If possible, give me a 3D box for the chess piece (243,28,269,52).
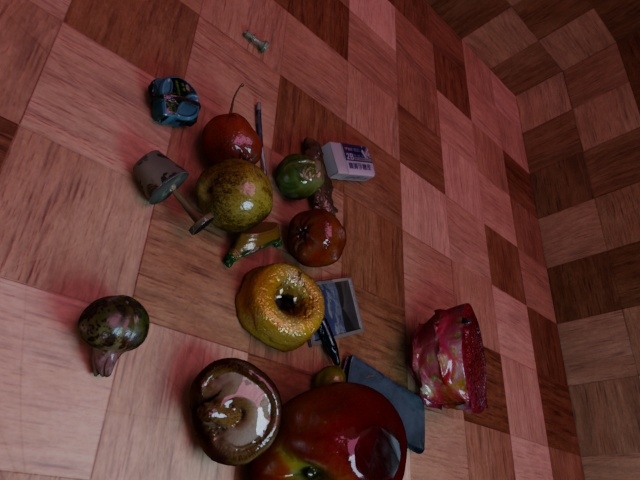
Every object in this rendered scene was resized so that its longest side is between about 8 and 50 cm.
[{"bbox_3d":[-0.220,-0.678,1.803,0.093,0.042,0.042,31,50,-27],"label":"chess piece"}]

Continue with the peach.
[{"bbox_3d":[0.044,0.515,1.281,0.405,0.310,0.335,-1,69,-47],"label":"peach"}]

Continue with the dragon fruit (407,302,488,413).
[{"bbox_3d":[0.422,0.402,1.788,0.371,0.248,0.386,65,30,-26],"label":"dragon fruit"}]

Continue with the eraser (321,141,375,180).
[{"bbox_3d":[0.100,-0.283,1.926,0.210,0.068,0.125,-4,76,-48],"label":"eraser"}]

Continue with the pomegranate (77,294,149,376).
[{"bbox_3d":[-0.416,0.189,1.082,0.138,0.125,0.163,22,56,-55],"label":"pomegranate"}]

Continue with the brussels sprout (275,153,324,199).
[{"bbox_3d":[-0.064,-0.197,1.652,0.117,0.155,0.155,54,20,-78],"label":"brussels sprout"}]

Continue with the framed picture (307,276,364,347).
[{"bbox_3d":[0.031,0.212,1.640,0.260,0.023,0.189,-3,76,-49],"label":"framed picture"}]

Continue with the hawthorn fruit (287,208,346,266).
[{"bbox_3d":[0.000,0.000,1.597,0.200,0.179,0.179,26,53,-48],"label":"hawthorn fruit"}]

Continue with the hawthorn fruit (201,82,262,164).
[{"bbox_3d":[-0.251,-0.330,1.501,0.165,0.165,0.286,12,64,-44],"label":"hawthorn fruit"}]

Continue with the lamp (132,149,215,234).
[{"bbox_3d":[-0.356,-0.114,1.300,0.215,0.121,0.121,50,41,-1],"label":"lamp"}]

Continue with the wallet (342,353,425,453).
[{"bbox_3d":[0.197,0.510,1.648,0.379,0.046,0.191,36,47,-29],"label":"wallet"}]

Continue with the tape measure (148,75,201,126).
[{"bbox_3d":[-0.389,-0.373,1.430,0.146,0.081,0.125,1,73,-48],"label":"tape measure"}]

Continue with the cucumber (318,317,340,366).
[{"bbox_3d":[0.030,0.304,1.552,0.043,0.039,0.163,-24,91,-29],"label":"cucumber"}]

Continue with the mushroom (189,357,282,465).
[{"bbox_3d":[-0.192,0.380,1.203,0.194,0.138,0.232,-3,78,-29],"label":"mushroom"}]

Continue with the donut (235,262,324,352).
[{"bbox_3d":[-0.105,0.175,1.448,0.253,0.118,0.254,16,55,-25],"label":"donut"}]

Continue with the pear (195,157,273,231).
[{"bbox_3d":[-0.226,-0.122,1.386,0.197,0.197,0.197,24,55,-38],"label":"pear"}]

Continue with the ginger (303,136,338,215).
[{"bbox_3d":[-0.004,-0.218,1.766,0.122,0.084,0.290,0,70,-40],"label":"ginger"}]

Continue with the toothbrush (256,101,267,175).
[{"bbox_3d":[-0.187,-0.307,1.663,0.026,0.024,0.288,6,66,-30],"label":"toothbrush"}]

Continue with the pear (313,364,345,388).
[{"bbox_3d":[0.027,0.396,1.493,0.097,0.092,0.092,-32,97,-8],"label":"pear"}]

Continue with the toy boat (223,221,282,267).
[{"bbox_3d":[-0.181,0.005,1.478,0.229,0.088,0.088,-21,126,-51],"label":"toy boat"}]
